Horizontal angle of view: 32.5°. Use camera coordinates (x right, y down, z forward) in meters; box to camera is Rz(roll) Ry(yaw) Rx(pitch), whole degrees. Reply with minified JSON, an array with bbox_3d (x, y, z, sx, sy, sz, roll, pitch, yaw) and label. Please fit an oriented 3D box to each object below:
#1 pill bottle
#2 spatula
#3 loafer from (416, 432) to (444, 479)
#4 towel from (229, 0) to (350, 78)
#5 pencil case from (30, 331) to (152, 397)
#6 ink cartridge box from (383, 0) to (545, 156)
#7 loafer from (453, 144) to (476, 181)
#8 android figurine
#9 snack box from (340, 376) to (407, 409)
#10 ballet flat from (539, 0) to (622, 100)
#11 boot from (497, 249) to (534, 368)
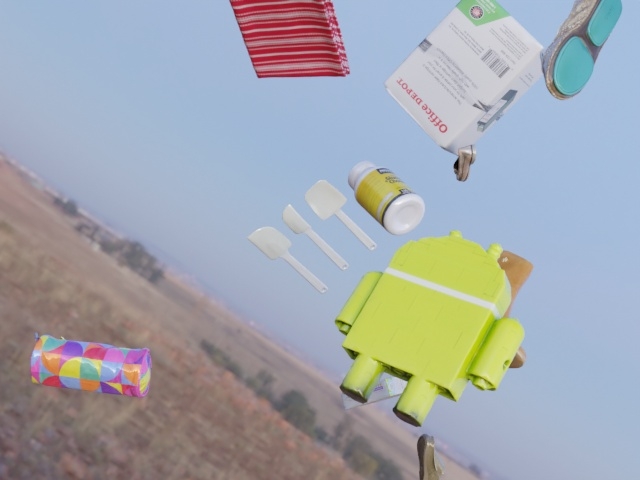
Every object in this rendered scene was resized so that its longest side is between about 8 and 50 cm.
[{"bbox_3d":[0.137,-0.098,2.385,0.103,0.103,0.184,39,6,-47],"label":"pill bottle"},{"bbox_3d":[0.000,0.000,1.906,0.242,0.168,0.019,43,8,-48],"label":"spatula"},{"bbox_3d":[0.228,0.455,2.259,0.056,0.050,0.148,-108,-167,-55],"label":"loafer"},{"bbox_3d":[-0.065,-0.403,2.020,0.198,0.031,0.275,2,-39,19],"label":"towel"},{"bbox_3d":[-0.441,0.238,2.112,0.236,0.104,0.104,9,-8,6],"label":"pencil case"},{"bbox_3d":[0.309,-0.351,2.304,0.211,0.289,0.121,50,15,21],"label":"ink cartridge box"},{"bbox_3d":[0.290,-0.160,2.262,0.039,0.045,0.125,-1,-25,-6],"label":"loafer"},{"bbox_3d":[0.141,0.102,1.424,0.248,0.273,0.056,17,-25,32],"label":"android figurine"},{"bbox_3d":[0.120,0.283,2.081,0.100,0.037,0.141,-6,-14,-38],"label":"snack box"},{"bbox_3d":[0.327,-0.249,1.430,0.067,0.206,0.073,-6,-53,49],"label":"ballet flat"},{"bbox_3d":[0.337,0.115,2.075,0.295,0.211,0.104,24,-30,54],"label":"boot"}]
